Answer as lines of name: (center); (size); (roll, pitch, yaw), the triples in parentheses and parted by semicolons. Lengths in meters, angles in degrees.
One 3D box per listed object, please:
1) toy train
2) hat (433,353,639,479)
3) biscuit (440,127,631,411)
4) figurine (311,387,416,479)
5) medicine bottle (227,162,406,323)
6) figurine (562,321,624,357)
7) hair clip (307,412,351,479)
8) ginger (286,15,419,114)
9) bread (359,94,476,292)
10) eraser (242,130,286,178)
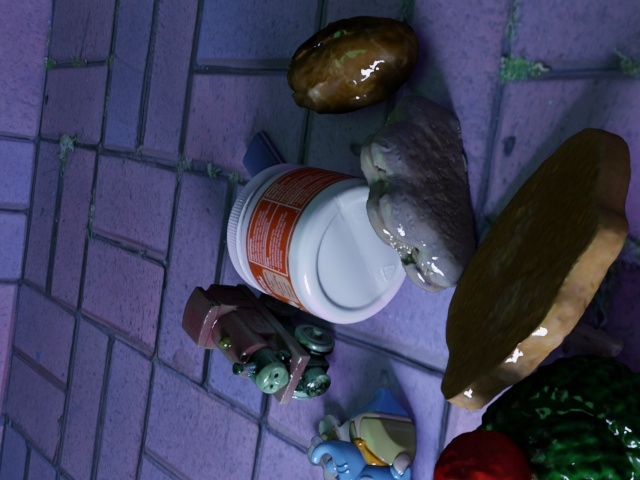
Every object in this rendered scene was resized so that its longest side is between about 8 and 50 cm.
toy train: (-0.116, 0.199, 1.688); (0.304, 0.221, 0.150); (41, 115, 44)
hat: (0.283, 0.290, 1.091); (0.242, 0.332, 0.274); (47, 124, 31)
biscuit: (0.293, 0.036, 1.185); (0.385, 0.062, 0.365); (-56, 9, 36)
figurine: (0.084, 0.396, 1.475); (0.180, 0.154, 0.262); (-17, 59, 17)
medicine bottle: (0.000, 0.000, 1.539); (0.241, 0.252, 0.252); (20, 102, 50)
figurine: (0.383, 0.151, 1.222); (0.083, 0.047, 0.050); (28, 123, 41)
hair clip: (0.050, 0.437, 1.585); (0.146, 0.075, 0.257); (-38, 64, 24)
ginger: (0.033, -0.316, 1.601); (0.321, 0.172, 0.165); (-1, 123, 50)
bread: (0.150, -0.083, 1.419); (0.102, 0.183, 0.337); (-29, 61, 49)
eraser: (-0.107, -0.143, 1.855); (0.082, 0.036, 0.225); (-59, 46, 29)
